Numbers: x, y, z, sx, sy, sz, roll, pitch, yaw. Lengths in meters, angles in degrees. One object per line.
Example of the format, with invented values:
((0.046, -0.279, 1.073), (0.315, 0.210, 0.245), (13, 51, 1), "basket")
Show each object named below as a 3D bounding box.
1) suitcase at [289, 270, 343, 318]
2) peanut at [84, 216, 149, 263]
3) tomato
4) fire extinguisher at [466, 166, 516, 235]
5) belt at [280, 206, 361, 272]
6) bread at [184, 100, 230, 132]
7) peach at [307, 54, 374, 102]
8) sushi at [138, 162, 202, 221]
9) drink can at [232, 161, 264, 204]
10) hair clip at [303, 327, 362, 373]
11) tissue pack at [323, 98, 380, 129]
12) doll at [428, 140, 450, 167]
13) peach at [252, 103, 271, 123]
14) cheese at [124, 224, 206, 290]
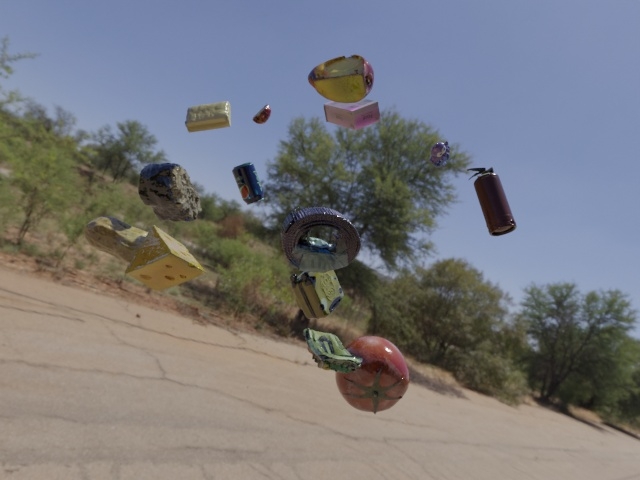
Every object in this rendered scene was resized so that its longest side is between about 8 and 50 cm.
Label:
((-0.019, 0.213, 2.014), (0.143, 0.194, 0.235), (-12, -72, 37), "suitcase")
((-0.716, 0.009, 1.697), (0.291, 0.143, 0.159), (28, -13, -20), "peanut")
((0.182, 0.470, 1.650), (0.264, 0.265, 0.265), (22, -5, 2), "tomato")
((0.606, -0.153, 1.645), (0.104, 0.269, 0.105), (-9, -21, -4), "fire extinguisher")
((0.000, 0.000, 1.861), (0.324, 0.261, 0.122), (7, 18, -17), "belt")
((-0.457, -0.508, 1.879), (0.178, 0.140, 0.060), (-10, -34, 1), "bread")
((0.088, -0.635, 1.832), (0.267, 0.159, 0.154), (2, -40, 29), "peach")
((-0.622, -0.197, 1.946), (0.170, 0.211, 0.350), (6, -21, 7), "sushi")
((-0.366, -0.291, 2.349), (0.118, 0.118, 0.205), (9, -58, 68), "drink can")
((0.026, 0.369, 1.481), (0.138, 0.091, 0.321), (15, 1, -14), "hair clip")
((0.138, -0.584, 2.098), (0.246, 0.148, 0.093), (36, -35, 51), "tissue pack")
((0.523, -0.372, 2.004), (0.067, 0.110, 0.206), (42, 6, 28), "doll")
((-0.231, -0.505, 1.858), (0.050, 0.083, 0.077), (41, -37, -24), "peach")
((-0.315, 0.041, 0.975), (0.171, 0.126, 0.093), (-1, -33, 48), "cheese")
